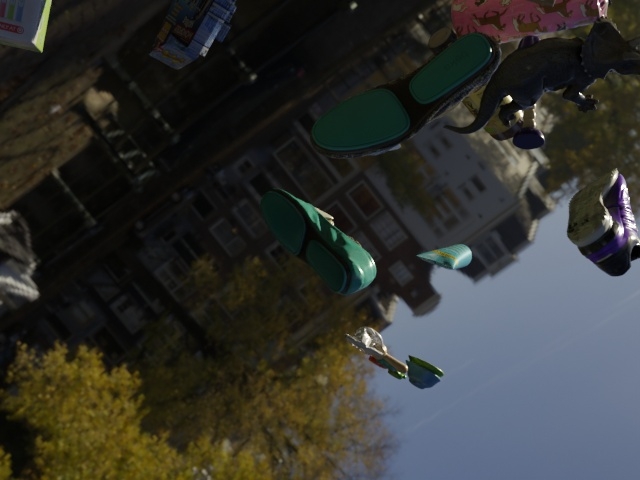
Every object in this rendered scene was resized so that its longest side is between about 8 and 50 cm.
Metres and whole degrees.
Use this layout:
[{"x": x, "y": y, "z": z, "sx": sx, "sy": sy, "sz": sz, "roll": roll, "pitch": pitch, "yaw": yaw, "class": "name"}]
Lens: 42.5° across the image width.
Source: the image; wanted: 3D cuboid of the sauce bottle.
[{"x": 0.393, "y": -0.397, "z": 2.084, "sx": 0.111, "sy": 0.344, "sz": 0.111, "roll": -31, "pitch": -145, "yaw": 24, "class": "sauce bottle"}]

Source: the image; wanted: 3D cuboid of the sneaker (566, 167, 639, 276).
[{"x": 0.559, "y": -0.024, "z": 1.587, "sx": 0.102, "sy": 0.146, "sz": 0.293, "roll": -38, "pitch": -171, "yaw": 37, "class": "sneaker"}]

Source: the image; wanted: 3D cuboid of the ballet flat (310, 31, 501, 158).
[{"x": 0.213, "y": -0.311, "z": 1.941, "sx": 0.483, "sy": 0.164, "sz": 0.182, "roll": -30, "pitch": 158, "yaw": 7, "class": "ballet flat"}]

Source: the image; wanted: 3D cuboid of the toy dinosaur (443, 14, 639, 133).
[{"x": 0.328, "y": -0.248, "z": 1.215, "sx": 0.314, "sy": 0.121, "sz": 0.160, "roll": -10, "pitch": 155, "yaw": 13, "class": "toy dinosaur"}]

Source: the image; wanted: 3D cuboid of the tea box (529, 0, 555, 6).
[{"x": 0.370, "y": -0.693, "z": 1.639, "sx": 0.323, "sy": 0.329, "sz": 0.220, "roll": 98, "pitch": 14, "yaw": -46, "class": "tea box"}]

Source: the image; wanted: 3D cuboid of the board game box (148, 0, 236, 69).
[{"x": -0.187, "y": -0.350, "z": 1.281, "sx": 0.194, "sy": 0.060, "sz": 0.194, "roll": -59, "pitch": -146, "yaw": 11, "class": "board game box"}]

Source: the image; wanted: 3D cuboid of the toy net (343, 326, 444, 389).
[{"x": 0.114, "y": 0.196, "z": 1.439, "sx": 0.122, "sy": 0.232, "sz": 0.045, "roll": 18, "pitch": -106, "yaw": 50, "class": "toy net"}]

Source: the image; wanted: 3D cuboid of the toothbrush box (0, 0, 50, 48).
[{"x": -0.567, "y": -0.402, "z": 1.377, "sx": 0.283, "sy": 0.206, "sz": 0.122, "roll": -153, "pitch": -106, "yaw": -71, "class": "toothbrush box"}]

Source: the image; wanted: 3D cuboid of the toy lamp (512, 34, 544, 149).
[{"x": 0.477, "y": -0.343, "z": 1.881, "sx": 0.080, "sy": 0.080, "sz": 0.274, "roll": -32, "pitch": -135, "yaw": 59, "class": "toy lamp"}]

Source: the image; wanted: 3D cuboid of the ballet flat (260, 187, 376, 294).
[{"x": 0.000, "y": 0.000, "z": 1.282, "sx": 0.087, "sy": 0.247, "sz": 0.083, "roll": -5, "pitch": 127, "yaw": -39, "class": "ballet flat"}]

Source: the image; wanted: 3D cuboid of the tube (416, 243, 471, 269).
[{"x": 0.270, "y": 0.039, "z": 1.749, "sx": 0.207, "sy": 0.080, "sz": 0.052, "roll": -8, "pitch": 109, "yaw": -66, "class": "tube"}]

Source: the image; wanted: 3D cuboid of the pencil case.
[{"x": 0.519, "y": -0.589, "z": 2.071, "sx": 0.386, "sy": 0.160, "sz": 0.167, "roll": -8, "pitch": -168, "yaw": 27, "class": "pencil case"}]
